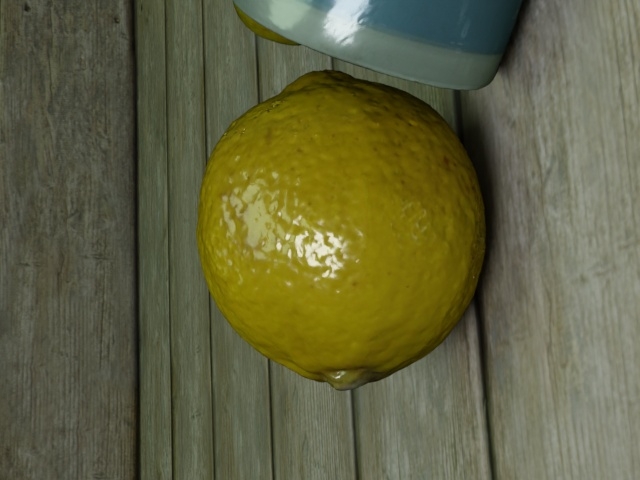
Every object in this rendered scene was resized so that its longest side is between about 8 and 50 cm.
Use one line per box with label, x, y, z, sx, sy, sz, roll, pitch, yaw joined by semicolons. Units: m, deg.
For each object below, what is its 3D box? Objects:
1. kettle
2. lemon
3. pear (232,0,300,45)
kettle;0.093;-0.341;0.997;0.319;0.247;0.342;-66;-5;-70
lemon;0.019;-0.012;1.056;0.293;0.293;0.293;-177;90;-71
pear;-0.012;-0.323;1.301;0.200;0.199;0.200;-177;90;-71
